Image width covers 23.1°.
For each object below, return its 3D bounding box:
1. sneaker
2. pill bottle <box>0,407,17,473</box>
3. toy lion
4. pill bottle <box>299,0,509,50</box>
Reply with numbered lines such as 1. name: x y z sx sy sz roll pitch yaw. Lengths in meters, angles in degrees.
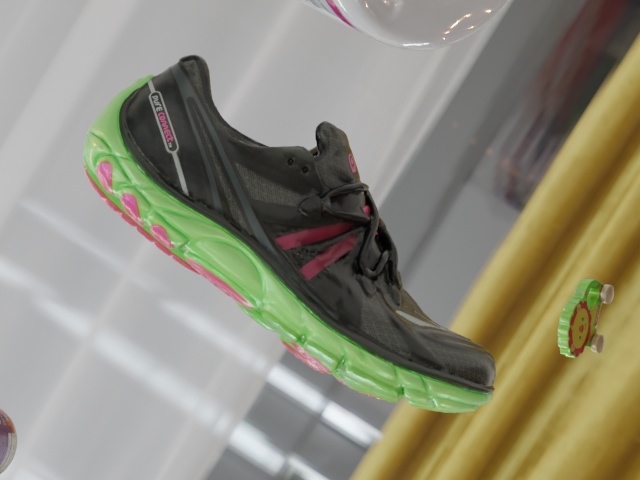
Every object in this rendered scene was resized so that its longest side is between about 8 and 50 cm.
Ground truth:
1. sneaker: 0.000 0.000 1.525 0.483 0.202 0.185 39 172 -12
2. pill bottle: -0.463 0.251 1.983 0.108 0.108 0.193 32 175 11
3. toy lion: 0.314 0.093 1.883 0.034 0.100 0.096 8 172 33
4. pill bottle: 0.010 -0.244 1.091 0.160 0.160 0.283 28 -174 -36
